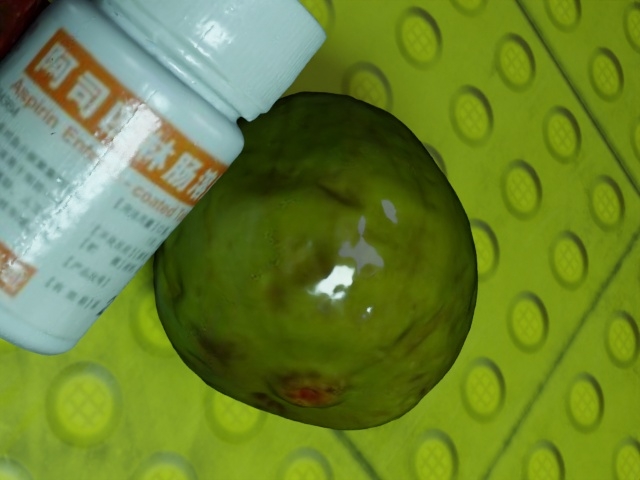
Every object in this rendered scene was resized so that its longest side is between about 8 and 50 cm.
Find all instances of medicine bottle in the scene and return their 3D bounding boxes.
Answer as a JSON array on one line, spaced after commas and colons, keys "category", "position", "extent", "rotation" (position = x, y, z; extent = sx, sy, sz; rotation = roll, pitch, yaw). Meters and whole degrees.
[{"category": "medicine bottle", "position": [-0.184, -0.099, 1.013], "extent": [0.211, 0.211, 0.371], "rotation": [39, 94, -26]}]

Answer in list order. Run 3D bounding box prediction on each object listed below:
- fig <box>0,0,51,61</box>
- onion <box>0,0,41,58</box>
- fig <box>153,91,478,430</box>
[{"category": "fig", "position": [-0.273, -0.169, 1.114], "extent": [0.153, 0.119, 0.119], "rotation": [41, 60, -24]}, {"category": "onion", "position": [-0.370, -0.246, 0.920], "extent": [0.341, 0.341, 0.341], "rotation": [8, 77, -37]}, {"category": "fig", "position": [-0.003, 0.010, 1.179], "extent": [0.343, 0.343, 0.344], "rotation": [8, 77, -37]}]
